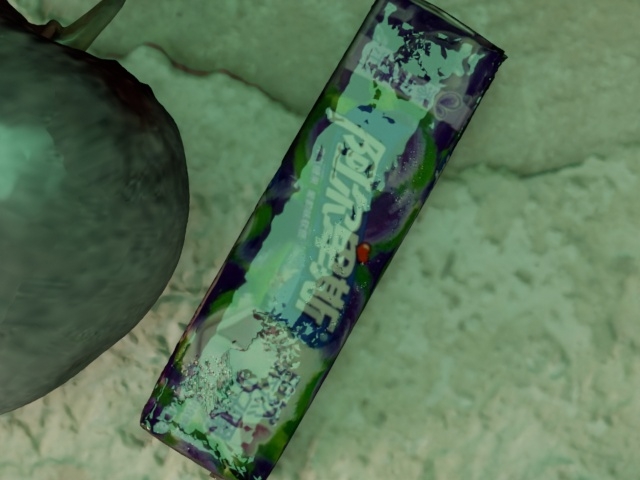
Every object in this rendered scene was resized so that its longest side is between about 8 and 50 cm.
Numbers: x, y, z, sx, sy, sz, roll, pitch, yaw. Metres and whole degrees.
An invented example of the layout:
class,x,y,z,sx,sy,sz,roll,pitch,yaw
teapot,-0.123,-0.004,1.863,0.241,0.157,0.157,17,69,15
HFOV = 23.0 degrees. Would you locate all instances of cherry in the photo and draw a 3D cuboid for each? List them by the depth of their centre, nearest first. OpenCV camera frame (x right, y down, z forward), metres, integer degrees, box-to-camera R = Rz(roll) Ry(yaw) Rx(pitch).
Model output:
class,x,y,z,sx,sy,sz,roll,pitch,yaw
cherry,-0.201,-0.030,0.882,0.255,0.218,0.296,36,97,6

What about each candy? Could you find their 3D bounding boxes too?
class,x,y,z,sx,sy,sz,roll,pitch,yaw
candy,0.000,0.000,0.946,0.088,0.061,0.312,30,85,2
